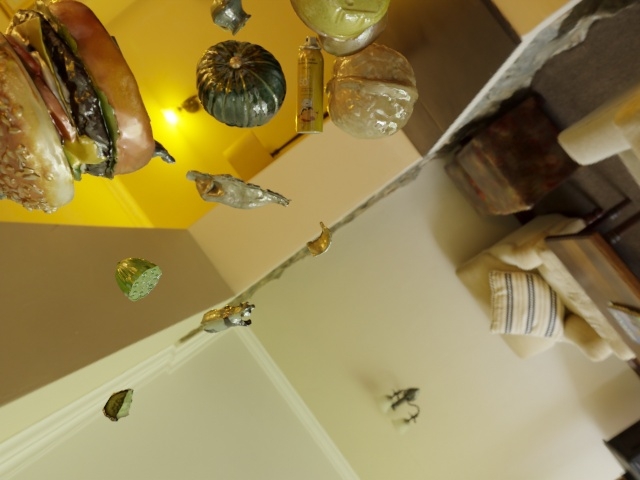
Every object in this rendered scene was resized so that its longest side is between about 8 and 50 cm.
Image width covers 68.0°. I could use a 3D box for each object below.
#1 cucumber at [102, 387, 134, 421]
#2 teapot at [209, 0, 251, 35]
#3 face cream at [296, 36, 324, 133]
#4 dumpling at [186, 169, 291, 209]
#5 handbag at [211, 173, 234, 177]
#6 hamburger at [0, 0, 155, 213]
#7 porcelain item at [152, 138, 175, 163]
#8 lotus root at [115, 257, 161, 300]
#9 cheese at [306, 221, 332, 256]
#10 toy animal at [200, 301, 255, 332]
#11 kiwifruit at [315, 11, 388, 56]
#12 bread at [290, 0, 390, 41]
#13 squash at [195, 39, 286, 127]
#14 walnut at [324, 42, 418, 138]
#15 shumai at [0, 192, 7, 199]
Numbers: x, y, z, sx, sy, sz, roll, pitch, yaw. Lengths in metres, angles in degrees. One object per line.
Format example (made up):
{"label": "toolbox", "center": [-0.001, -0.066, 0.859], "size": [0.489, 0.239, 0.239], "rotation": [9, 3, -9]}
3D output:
{"label": "cucumber", "center": [-0.493, 0.399, 1.168], "size": [0.046, 0.070, 0.220], "rotation": [18, 161, -10]}
{"label": "teapot", "center": [-0.317, -0.777, 1.641], "size": [0.119, 0.130, 0.166], "rotation": [43, 158, -20]}
{"label": "face cream", "center": [-0.039, -0.583, 1.787], "size": [0.105, 0.105, 0.348], "rotation": [-103, 14, -79]}
{"label": "dumpling", "center": [-0.256, -0.140, 1.403], "size": [0.333, 0.085, 0.166], "rotation": [13, 180, 2]}
{"label": "handbag", "center": [-0.376, -0.236, 1.807], "size": [0.061, 0.083, 0.027], "rotation": [-147, 52, -60]}
{"label": "hamburger", "center": [-0.398, -0.188, 0.691], "size": [0.291, 0.225, 0.290], "rotation": [33, 139, 34]}
{"label": "porcelain item", "center": [-0.547, -0.304, 1.520], "size": [0.081, 0.069, 0.216], "rotation": [43, -175, 30]}
{"label": "lotus root", "center": [-0.800, 0.139, 2.008], "size": [0.186, 0.186, 0.186], "rotation": [53, -176, -6]}
{"label": "cheese", "center": [0.000, 0.001, 1.227], "size": [0.041, 0.084, 0.060], "rotation": [30, -171, -43]}
{"label": "toy animal", "center": [-0.331, 0.277, 1.723], "size": [0.121, 0.225, 0.093], "rotation": [14, -117, -64]}
{"label": "kiwifruit", "center": [0.090, -0.683, 1.484], "size": [0.195, 0.234, 0.196], "rotation": [57, -174, -9]}
{"label": "bread", "center": [0.049, -0.628, 1.139], "size": [0.269, 0.270, 0.148], "rotation": [52, 158, -21]}
{"label": "squash", "center": [-0.187, -0.366, 1.114], "size": [0.218, 0.218, 0.172], "rotation": [54, 177, 6]}
{"label": "walnut", "center": [0.199, -0.569, 1.835], "size": [0.381, 0.381, 0.381], "rotation": [53, -176, -6]}
{"label": "shumai", "center": [-0.857, -0.193, 0.931], "size": [0.395, 0.395, 0.348], "rotation": [53, -145, -8]}
